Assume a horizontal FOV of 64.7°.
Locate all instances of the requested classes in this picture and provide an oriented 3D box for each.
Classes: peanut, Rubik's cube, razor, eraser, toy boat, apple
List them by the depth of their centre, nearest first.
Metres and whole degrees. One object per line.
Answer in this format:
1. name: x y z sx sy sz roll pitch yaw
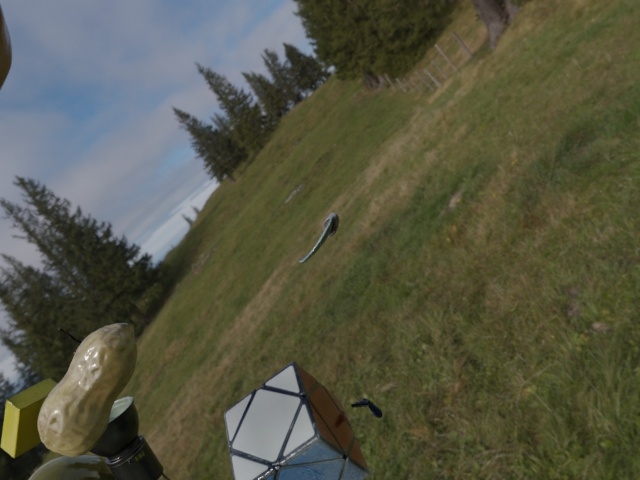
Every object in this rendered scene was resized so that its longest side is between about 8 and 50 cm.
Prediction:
1. peanut: -0.407 0.263 0.886 0.257 0.123 0.123 -62 9 4
2. eraser: -0.570 0.349 1.002 0.097 0.045 0.123 -23 -45 -63
3. Rubik's cube: -0.055 0.425 1.064 0.205 0.205 0.207 -37 37 6
4. toy boat: 0.000 0.000 1.119 0.122 0.034 0.096 -55 -8 -30
5. apple: -0.614 0.657 1.232 0.262 0.262 0.262 -42 10 9
6. razor: 0.123 0.408 1.238 0.044 0.154 0.028 -13 57 21

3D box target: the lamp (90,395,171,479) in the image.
1. lamp: -0.463 0.512 1.210 0.172 0.228 0.147 -14 16 48

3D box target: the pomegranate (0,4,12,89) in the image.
1. pomegranate: -0.901 -0.463 1.092 0.416 0.417 0.417 -42 10 9

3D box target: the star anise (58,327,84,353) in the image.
1. star anise: -0.644 0.297 1.401 0.097 0.191 0.070 -34 40 4
